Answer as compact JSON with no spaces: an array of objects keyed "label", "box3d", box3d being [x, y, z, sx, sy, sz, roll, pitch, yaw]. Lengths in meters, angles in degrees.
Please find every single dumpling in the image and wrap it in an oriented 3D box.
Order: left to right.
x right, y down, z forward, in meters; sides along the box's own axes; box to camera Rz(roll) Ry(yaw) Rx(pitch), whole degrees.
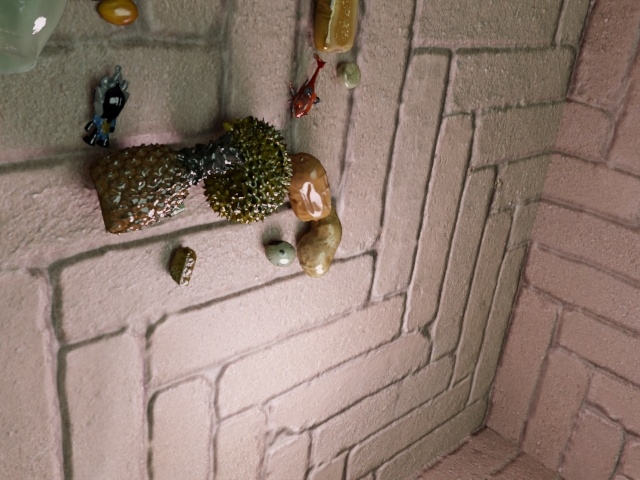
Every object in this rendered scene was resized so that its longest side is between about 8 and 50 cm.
[{"label":"dumpling","box3d":[-0.576,-0.486,1.162,0.212,0.269,0.321,30,76,-71]}]

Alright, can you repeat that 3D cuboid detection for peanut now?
[{"label":"peanut","box3d":[0.000,0.000,2.067,0.137,0.122,0.253,20,94,-42]}]

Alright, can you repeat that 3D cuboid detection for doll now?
[{"label":"doll","box3d":[-0.490,-0.310,1.435,0.096,0.070,0.195,-7,124,-61]}]

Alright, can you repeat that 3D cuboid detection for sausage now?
[{"label":"sausage","box3d":[-0.040,-0.161,1.934,0.120,0.136,0.241,-43,140,-31]}]

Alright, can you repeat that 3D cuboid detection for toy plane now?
[{"label":"toy plane","box3d":[-0.029,-0.447,1.836,0.194,0.077,0.126,-54,148,-24]}]

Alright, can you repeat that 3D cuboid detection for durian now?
[{"label":"durian","box3d":[-0.189,-0.187,1.692,0.258,0.258,0.293,3,97,-47]}]

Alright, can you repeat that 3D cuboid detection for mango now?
[{"label":"mango","box3d":[-0.452,-0.511,1.384,0.089,0.046,0.060,-3,111,-31]}]

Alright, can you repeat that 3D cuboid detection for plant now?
[{"label":"plant","box3d":[-0.415,-0.082,1.652,0.102,0.051,0.051,-19,125,-23]}]

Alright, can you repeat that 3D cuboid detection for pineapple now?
[{"label":"pineapple","box3d":[-0.362,-0.156,1.492,0.361,0.202,0.202,-22,129,-9]}]

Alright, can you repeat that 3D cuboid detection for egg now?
[{"label":"egg","box3d":[-0.129,0.041,1.984,0.110,0.085,0.085,18,97,-36]}]

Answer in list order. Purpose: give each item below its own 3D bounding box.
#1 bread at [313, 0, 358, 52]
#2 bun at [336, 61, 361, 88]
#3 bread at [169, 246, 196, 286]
[{"label":"bread","box3d":[0.046,-0.689,1.760,0.142,0.091,0.305,-18,123,-48]},{"label":"bun","box3d":[0.082,-0.511,1.925,0.086,0.054,0.086,-9,103,-44]},{"label":"bread","box3d":[-0.389,0.070,1.752,0.066,0.060,0.110,15,101,-17]}]
